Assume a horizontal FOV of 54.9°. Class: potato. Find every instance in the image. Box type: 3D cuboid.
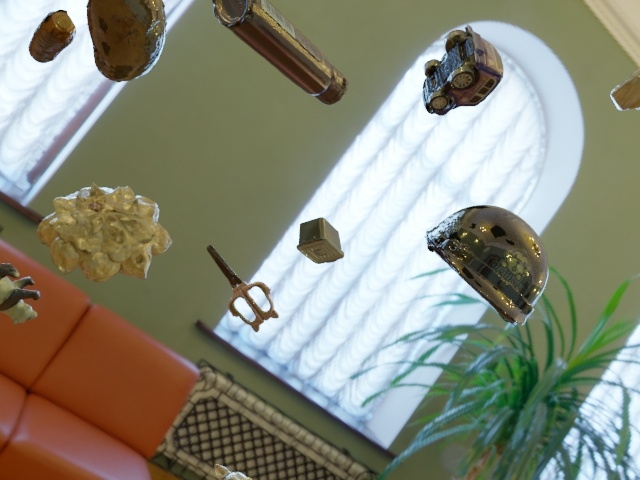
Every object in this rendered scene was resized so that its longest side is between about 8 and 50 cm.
[{"bbox_3d":[-0.399,-0.438,1.263,0.165,0.165,0.262,37,-33,-1],"label":"potato"}]

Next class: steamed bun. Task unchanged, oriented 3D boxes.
[{"bbox_3d":[-0.497,-0.038,1.454,0.295,0.292,0.137,43,-43,25],"label":"steamed bun"}]

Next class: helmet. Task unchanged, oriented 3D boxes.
[{"bbox_3d":[0.320,0.026,1.119,0.230,0.160,0.279,43,7,-8],"label":"helmet"}]

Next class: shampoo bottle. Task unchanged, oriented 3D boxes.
[{"bbox_3d":[-0.062,-0.359,1.158,0.323,0.084,0.129,26,28,-53],"label":"shampoo bottle"}]

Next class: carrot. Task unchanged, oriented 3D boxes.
[{"bbox_3d":[-0.646,-0.491,1.486,0.082,0.082,0.173,39,-31,-25],"label":"carrot"}]

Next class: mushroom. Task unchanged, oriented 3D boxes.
[{"bbox_3d":[0.509,-0.247,0.847,0.084,0.209,0.071,54,21,-8],"label":"mushroom"}]

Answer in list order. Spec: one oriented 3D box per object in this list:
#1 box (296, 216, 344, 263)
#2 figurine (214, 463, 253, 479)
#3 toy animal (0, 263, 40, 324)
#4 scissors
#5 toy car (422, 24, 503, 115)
[{"bbox_3d":[0.000,0.000,1.466,0.084,0.069,0.122,-15,-31,23],"label":"box"},{"bbox_3d":[-0.151,0.457,1.094,0.146,0.098,0.081,4,-59,33],"label":"figurine"},{"bbox_3d":[-0.822,0.127,1.604,0.094,0.121,0.225,36,-19,46],"label":"toy animal"},{"bbox_3d":[-0.261,0.143,1.963,0.318,0.160,0.024,54,13,-3],"label":"scissors"},{"bbox_3d":[0.386,-0.443,1.684,0.157,0.172,0.235,18,-39,-23],"label":"toy car"}]
